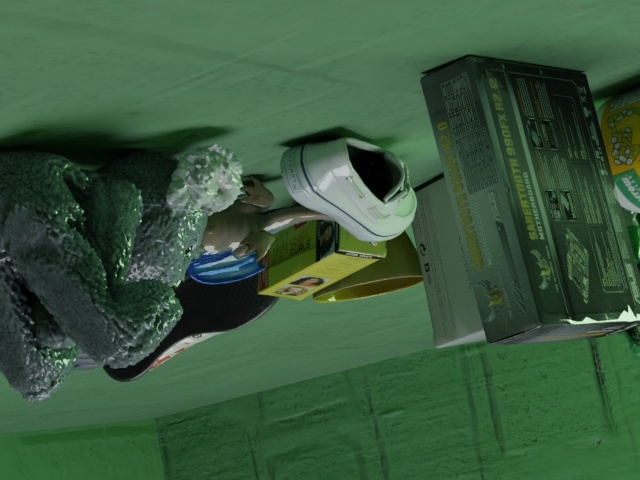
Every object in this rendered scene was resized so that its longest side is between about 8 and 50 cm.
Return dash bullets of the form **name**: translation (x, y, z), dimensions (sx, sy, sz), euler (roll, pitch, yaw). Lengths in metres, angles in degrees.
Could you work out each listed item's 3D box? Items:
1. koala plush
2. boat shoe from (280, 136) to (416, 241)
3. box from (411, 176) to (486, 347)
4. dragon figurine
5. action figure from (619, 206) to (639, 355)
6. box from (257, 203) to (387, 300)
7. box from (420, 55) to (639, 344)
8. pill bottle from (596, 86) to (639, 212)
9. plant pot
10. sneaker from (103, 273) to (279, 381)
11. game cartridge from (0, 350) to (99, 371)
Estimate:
- **koala plush**: translation (-0.176, -0.010, 1.419), dimensions (0.196, 0.203, 0.221), euler (-21, -173, 47)
- **boat shoe**: translation (0.050, -0.049, 1.603), dimensions (0.076, 0.083, 0.226), euler (-17, 167, 26)
- **box**: translation (0.197, 0.011, 1.835), dimensions (0.119, 0.181, 0.182), euler (-6, 169, -26)
- **dragon figurine**: translation (-0.099, -0.005, 1.696), dimensions (0.289, 0.085, 0.144), euler (-9, 171, -11)
- **action figure**: translation (0.329, 0.013, 1.844), dimensions (0.137, 0.232, 0.063), euler (-12, 170, 0)
- **box**: translation (0.000, 0.000, 1.828), dimensions (0.058, 0.087, 0.232), euler (8, 165, -21)
- **box**: translation (0.183, -0.032, 1.406), dimensions (0.056, 0.231, 0.183), euler (-22, 166, 38)
- **pill bottle**: translation (0.325, -0.092, 1.563), dimensions (0.118, 0.117, 0.208), euler (-2, 168, -45)
- **plant pot**: translation (0.049, 0.011, 1.934), dimensions (0.134, 0.095, 0.134), euler (-10, 171, -2)
- **sneaker**: translation (-0.161, 0.084, 2.205), dimensions (0.270, 0.090, 0.145), euler (-30, -171, 17)
- **game cartridge**: translation (-0.348, 0.086, 1.625), dimensions (0.355, 0.068, 0.230), euler (1, 162, -28)
